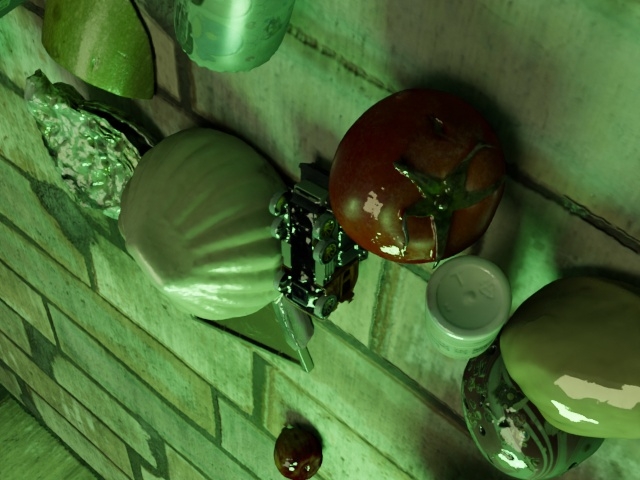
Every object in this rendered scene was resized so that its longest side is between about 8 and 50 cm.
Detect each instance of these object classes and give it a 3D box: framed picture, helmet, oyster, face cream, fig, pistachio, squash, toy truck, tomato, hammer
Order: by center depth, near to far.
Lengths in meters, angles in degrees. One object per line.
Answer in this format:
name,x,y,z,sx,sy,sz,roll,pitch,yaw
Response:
pistachio,0.268,0.114,0.952,0.223,0.126,0.152,19,104,43
tomato,0.088,-0.059,0.963,0.167,0.167,0.167,34,148,24
hammer,-0.149,-0.333,0.993,0.335,0.119,0.206,49,152,11
face cream,0.147,0.077,1.034,0.082,0.082,0.269,41,175,13
helmet,0.221,0.201,1.139,0.177,0.107,0.153,48,154,-1
toy truck,0.000,0.000,1.212,0.083,0.092,0.192,29,138,30
squash,-0.309,-0.269,1.300,0.192,0.085,0.184,34,150,20
oyster,-0.316,-0.118,1.460,0.268,0.112,0.198,38,149,5
framed picture,-0.144,0.085,1.585,0.289,0.016,0.213,18,139,42
fig,-0.048,0.350,1.733,0.125,0.089,0.088,50,162,50

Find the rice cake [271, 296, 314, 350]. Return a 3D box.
rice cake,-0.049,0.074,1.414,0.036,0.047,0.206,30,146,43

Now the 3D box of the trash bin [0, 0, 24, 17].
trash bin,-0.503,-0.390,1.323,0.236,0.176,0.101,46,151,-2

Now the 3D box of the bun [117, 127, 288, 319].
bun,-0.169,-0.001,1.284,0.263,0.175,0.263,16,120,30
